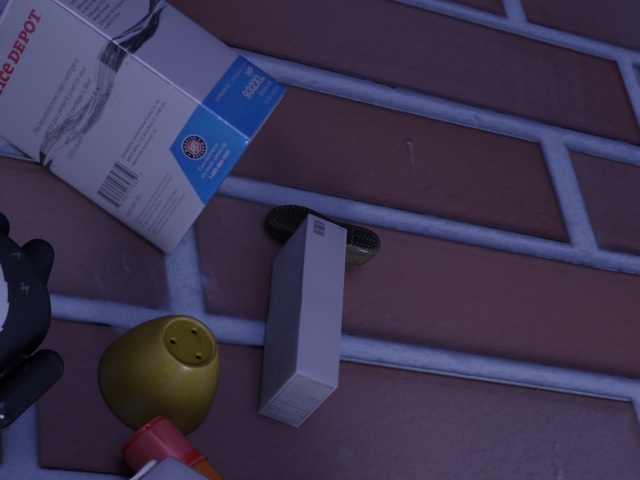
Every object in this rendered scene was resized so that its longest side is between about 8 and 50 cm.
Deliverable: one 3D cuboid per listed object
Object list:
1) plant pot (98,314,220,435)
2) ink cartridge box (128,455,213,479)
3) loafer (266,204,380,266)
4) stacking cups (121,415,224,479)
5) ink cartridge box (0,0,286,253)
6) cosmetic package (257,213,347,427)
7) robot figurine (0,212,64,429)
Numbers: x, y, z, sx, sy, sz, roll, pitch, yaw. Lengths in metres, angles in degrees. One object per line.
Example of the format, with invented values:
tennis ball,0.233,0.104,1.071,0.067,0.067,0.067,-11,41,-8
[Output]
plant pot,-0.162,0.134,1.696,0.134,0.095,0.134,19,46,-21
ink cartridge box,-0.073,0.411,1.392,0.395,0.166,0.285,29,38,17
loafer,0.000,0.000,1.956,0.148,0.050,0.056,19,41,1
stacking cups,-0.084,0.315,1.600,0.316,0.096,0.096,48,43,9
ink cartridge box,-0.232,-0.167,1.804,0.307,0.223,0.129,36,42,-4
cosmetic package,-0.019,0.092,1.829,0.060,0.099,0.239,23,46,-20
robot figurine,-0.377,0.084,1.531,0.278,0.209,0.174,-49,129,-47
